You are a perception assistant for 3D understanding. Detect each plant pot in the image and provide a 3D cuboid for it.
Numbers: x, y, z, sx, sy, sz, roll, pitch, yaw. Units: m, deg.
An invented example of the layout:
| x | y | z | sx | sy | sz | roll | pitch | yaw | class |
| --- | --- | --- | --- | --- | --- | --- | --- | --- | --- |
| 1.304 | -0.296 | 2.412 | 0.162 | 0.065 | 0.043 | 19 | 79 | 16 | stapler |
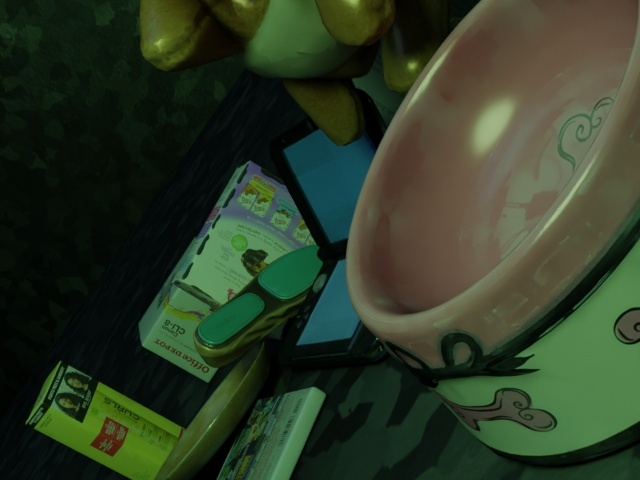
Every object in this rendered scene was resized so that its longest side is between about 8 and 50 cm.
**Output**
| x | y | z | sx | sy | sz | roll | pitch | yaw | class |
| --- | --- | --- | --- | --- | --- | --- | --- | --- | --- |
| -0.135 | 0.234 | 1.403 | 0.236 | 0.032 | 0.236 | -52 | 4 | 5 | plant pot |

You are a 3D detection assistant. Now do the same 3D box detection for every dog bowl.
| x | y | z | sx | sy | sz | roll | pitch | yaw | class |
| --- | --- | --- | --- | --- | --- | --- | --- | --- | --- |
| 0.173 | -0.050 | 0.809 | 0.408 | 0.150 | 0.408 | -48 | 24 | 29 | dog bowl |

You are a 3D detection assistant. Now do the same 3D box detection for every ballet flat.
| x | y | z | sx | sy | sz | roll | pitch | yaw | class |
| --- | --- | --- | --- | --- | --- | --- | --- | --- | --- |
| -0.072 | 0.086 | 1.426 | 0.232 | 0.080 | 0.073 | -33 | -35 | -22 | ballet flat |

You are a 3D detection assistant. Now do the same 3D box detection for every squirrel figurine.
| x | y | z | sx | sy | sz | roll | pitch | yaw | class |
| --- | --- | --- | --- | --- | --- | --- | --- | --- | --- |
| 0.053 | -0.335 | 1.006 | 0.370 | 0.281 | 0.397 | -28 | 52 | 35 | squirrel figurine |

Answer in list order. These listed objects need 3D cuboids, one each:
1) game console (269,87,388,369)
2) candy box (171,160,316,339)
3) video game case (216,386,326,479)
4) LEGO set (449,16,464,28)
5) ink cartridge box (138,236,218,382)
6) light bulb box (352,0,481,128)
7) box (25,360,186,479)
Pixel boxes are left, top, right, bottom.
| x | y | z | sx | sy | sz | roll | pitch | yaw | class |
| --- | --- | --- | --- | --- | --- | --- | --- | --- | --- |
| 0.000 | 0.000 | 1.255 | 0.250 | 0.173 | 0.293 | -62 | 16 | -19 | game console |
| -0.087 | 0.016 | 1.499 | 0.196 | 0.164 | 0.070 | -61 | 16 | -14 | candy box |
| -0.077 | 0.271 | 1.244 | 0.183 | 0.023 | 0.201 | -27 | 35 | 61 | video game case |
| 0.238 | -0.275 | 1.098 | 0.182 | 0.060 | 0.244 | -45 | -6 | 29 | LEGO set |
| -0.188 | 0.109 | 1.694 | 0.176 | 0.128 | 0.127 | -57 | 16 | 4 | ink cartridge box |
| 0.151 | -0.357 | 1.389 | 0.361 | 0.225 | 0.358 | -52 | 16 | 22 | light bulb box |
| -0.283 | 0.264 | 1.488 | 0.058 | 0.232 | 0.087 | -47 | 18 | 33 | box |
